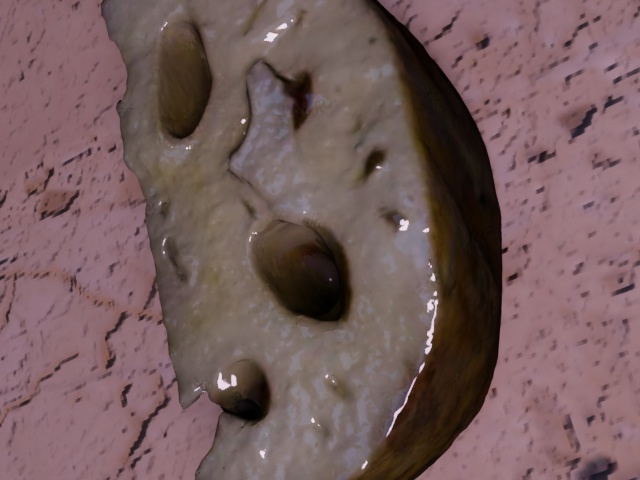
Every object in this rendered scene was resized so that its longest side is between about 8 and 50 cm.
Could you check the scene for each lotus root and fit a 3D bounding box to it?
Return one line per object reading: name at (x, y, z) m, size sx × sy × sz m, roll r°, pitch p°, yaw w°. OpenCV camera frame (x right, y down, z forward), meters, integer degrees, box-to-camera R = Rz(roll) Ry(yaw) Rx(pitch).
lotus root at (0.000, 0.000, 0.443) m, size 0.138 × 0.119 × 0.235 m, roll -14°, pitch 76°, yaw 26°
